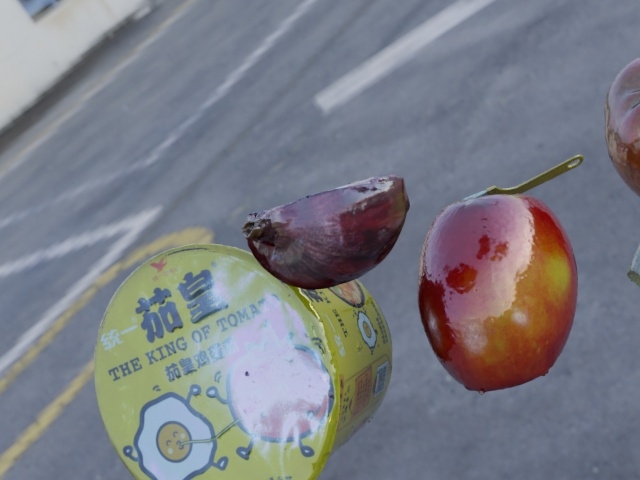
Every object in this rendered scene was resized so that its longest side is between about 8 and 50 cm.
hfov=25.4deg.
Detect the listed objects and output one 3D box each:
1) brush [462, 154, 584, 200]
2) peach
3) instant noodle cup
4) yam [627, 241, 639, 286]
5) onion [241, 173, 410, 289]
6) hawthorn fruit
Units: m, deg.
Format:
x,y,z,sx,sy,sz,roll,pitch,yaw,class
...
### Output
x,y,z,sx,sy,sz,roll,pitch,yaw,class
0.321,-0.085,2.221,0.205,0.083,0.011,-25,58,1,brush
0.203,0.063,1.624,0.189,0.226,0.196,-1,-8,-16,peach
-0.073,0.153,1.712,0.325,0.326,0.254,-27,-7,25,instant noodle cup
0.502,0.025,2.113,0.069,0.070,0.146,-16,34,46,yam
0.000,0.000,1.446,0.151,0.098,0.206,-20,3,-34,onion
0.446,-0.108,1.665,0.210,0.262,0.211,-16,46,18,hawthorn fruit
